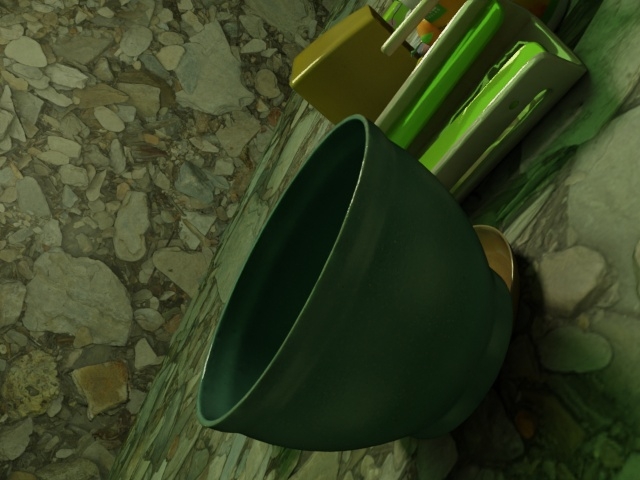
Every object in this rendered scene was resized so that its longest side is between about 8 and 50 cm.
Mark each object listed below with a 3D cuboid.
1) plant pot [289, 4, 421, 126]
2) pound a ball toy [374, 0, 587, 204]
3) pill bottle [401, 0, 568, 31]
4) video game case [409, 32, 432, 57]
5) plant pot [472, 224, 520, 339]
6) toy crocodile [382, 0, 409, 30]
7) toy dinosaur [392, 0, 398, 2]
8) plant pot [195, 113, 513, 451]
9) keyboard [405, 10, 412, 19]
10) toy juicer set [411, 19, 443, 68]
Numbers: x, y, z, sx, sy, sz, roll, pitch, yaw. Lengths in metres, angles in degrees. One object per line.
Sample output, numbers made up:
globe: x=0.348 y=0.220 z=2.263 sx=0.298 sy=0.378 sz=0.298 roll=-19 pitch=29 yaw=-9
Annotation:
plant pot: x=0.085 y=-0.328 z=1.211 sx=0.187 sy=0.212 sz=0.212 roll=-44 pitch=21 yaw=22
pound a ball toy: x=0.171 y=-0.189 z=0.768 sx=0.319 sy=0.136 sz=0.208 roll=-52 pitch=53 yaw=34
pill bottle: x=0.192 y=-0.346 z=0.829 sx=0.136 sy=0.246 sz=0.136 roll=-55 pitch=16 yaw=24
video game case: x=0.247 y=-0.448 z=1.265 sx=0.183 sy=0.023 sz=0.201 roll=-56 pitch=16 yaw=20
plant pot: x=0.132 y=0.095 z=0.657 sx=0.236 sy=0.032 sz=0.236 roll=-55 pitch=16 yaw=23
toy crocodile: x=0.122 y=-0.463 z=1.596 sx=0.340 sy=0.105 sz=0.115 roll=-53 pitch=16 yaw=15
toy dinosaur: x=0.188 y=-0.781 z=1.659 sx=0.164 sy=0.218 sz=0.322 roll=-47 pitch=57 yaw=0
plant pot: x=0.043 y=0.063 z=0.563 sx=0.293 sy=0.196 sz=0.293 roll=-56 pitch=15 yaw=24
keyboard: x=0.255 y=-0.589 z=1.514 sx=0.072 sy=0.014 sz=0.256 roll=-63 pitch=14 yaw=-3
toy juicer set: x=0.208 y=-0.409 z=1.012 sx=0.329 sy=0.089 sz=0.209 roll=-67 pitch=-24 yaw=-22
